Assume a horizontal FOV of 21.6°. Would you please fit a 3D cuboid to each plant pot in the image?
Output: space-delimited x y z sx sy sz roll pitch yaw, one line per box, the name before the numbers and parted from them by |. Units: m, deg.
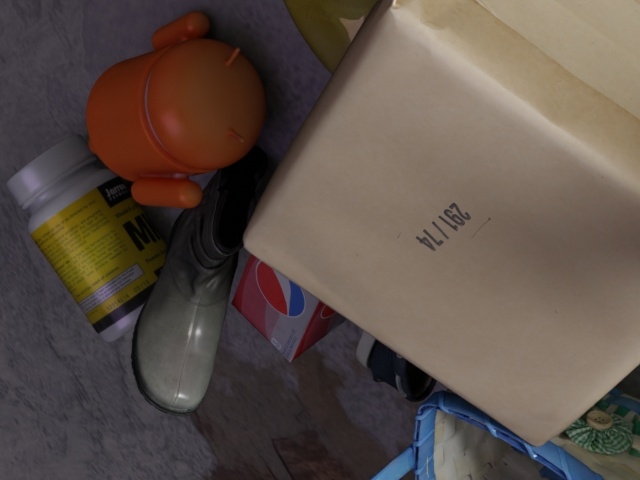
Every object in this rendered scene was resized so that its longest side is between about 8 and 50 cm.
plant pot | 0.019 -0.209 1.318 0.095 0.134 0.134 40 144 4

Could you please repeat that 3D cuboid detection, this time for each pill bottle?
pill bottle | -0.243 -0.003 1.828 0.208 0.119 0.119 55 145 -2

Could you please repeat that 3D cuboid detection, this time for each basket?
basket | 0.159 0.232 1.398 0.255 0.289 0.201 26 144 31

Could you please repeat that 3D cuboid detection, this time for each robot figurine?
robot figurine | -0.137 -0.120 1.597 0.219 0.158 0.128 -9 129 52

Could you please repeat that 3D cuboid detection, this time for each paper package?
paper package | 0.142 -0.044 1.240 0.309 0.168 0.325 35 143 0

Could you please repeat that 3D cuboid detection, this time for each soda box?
soda box | 0.000 0.000 1.575 0.092 0.083 0.263 44 145 16

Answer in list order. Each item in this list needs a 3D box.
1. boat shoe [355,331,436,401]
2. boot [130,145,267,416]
boat shoe | 0.094 0.065 1.508 0.079 0.095 0.254 44 145 18
boot | -0.115 0.033 1.628 0.083 0.246 0.161 16 151 -13
